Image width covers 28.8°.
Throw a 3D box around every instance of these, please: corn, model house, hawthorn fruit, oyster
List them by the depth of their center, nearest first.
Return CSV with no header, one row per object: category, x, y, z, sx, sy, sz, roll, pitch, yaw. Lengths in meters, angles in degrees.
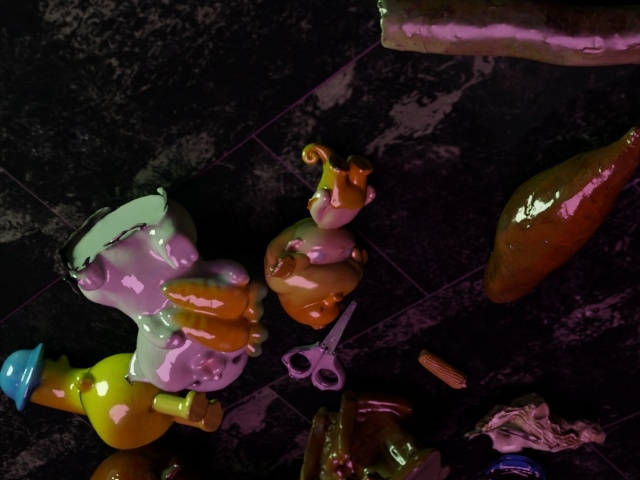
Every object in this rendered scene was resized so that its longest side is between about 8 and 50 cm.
corn,0.175,0.182,1.757,0.083,0.028,0.027,36,136,-11
oyster,0.305,0.263,1.767,0.191,0.081,0.163,12,160,7
model house,0.052,0.333,1.821,0.229,0.219,0.199,44,160,38
hawthorn fruit,-0.277,0.419,1.977,0.215,0.215,0.250,24,134,-5

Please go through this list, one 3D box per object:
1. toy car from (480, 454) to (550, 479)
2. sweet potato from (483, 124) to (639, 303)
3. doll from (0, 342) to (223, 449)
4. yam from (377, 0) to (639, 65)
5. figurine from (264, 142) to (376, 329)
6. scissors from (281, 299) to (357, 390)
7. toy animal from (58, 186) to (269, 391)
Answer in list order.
toy car,0.297,0.393,1.882,0.103,0.063,0.216,2,129,14
sweet potato,0.271,-0.023,1.493,0.112,0.112,0.359,29,135,-10
doll,-0.324,0.236,1.876,0.363,0.145,0.199,7,157,25
yam,0.216,-0.229,1.351,0.317,0.067,0.071,5,140,12
figurine,0.000,0.000,1.592,0.156,0.131,0.246,-2,126,-36
scissors,0.014,0.147,1.781,0.100,0.015,0.189,26,132,-4
toy animal,-0.197,0.090,1.655,0.247,0.183,0.310,19,148,53
